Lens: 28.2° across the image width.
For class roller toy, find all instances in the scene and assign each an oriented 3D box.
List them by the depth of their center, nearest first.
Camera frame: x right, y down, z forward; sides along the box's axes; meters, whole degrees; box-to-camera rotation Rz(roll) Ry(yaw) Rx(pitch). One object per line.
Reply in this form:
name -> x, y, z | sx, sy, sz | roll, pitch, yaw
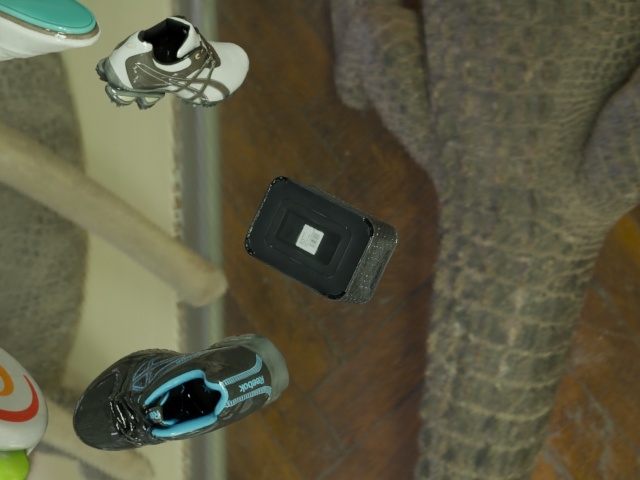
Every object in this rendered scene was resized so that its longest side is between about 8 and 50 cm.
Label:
roller toy -> -0.417, 0.200, 1.423 | 0.191, 0.209, 0.146 | 36, 104, -18

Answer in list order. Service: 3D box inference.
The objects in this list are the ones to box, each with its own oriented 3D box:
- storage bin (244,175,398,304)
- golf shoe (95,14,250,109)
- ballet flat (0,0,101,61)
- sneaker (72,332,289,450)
storage bin -> 0.000, 0.000, 1.766 | 0.180, 0.084, 0.122 | 28, 96, 28
golf shoe -> -0.136, -0.190, 1.338 | 0.077, 0.198, 0.094 | 56, 132, 14
ballet flat -> -0.508, -0.337, 1.851 | 0.400, 0.139, 0.139 | 23, 117, 3
sneaker -> -0.212, 0.203, 1.651 | 0.341, 0.140, 0.125 | -22, 91, 31
